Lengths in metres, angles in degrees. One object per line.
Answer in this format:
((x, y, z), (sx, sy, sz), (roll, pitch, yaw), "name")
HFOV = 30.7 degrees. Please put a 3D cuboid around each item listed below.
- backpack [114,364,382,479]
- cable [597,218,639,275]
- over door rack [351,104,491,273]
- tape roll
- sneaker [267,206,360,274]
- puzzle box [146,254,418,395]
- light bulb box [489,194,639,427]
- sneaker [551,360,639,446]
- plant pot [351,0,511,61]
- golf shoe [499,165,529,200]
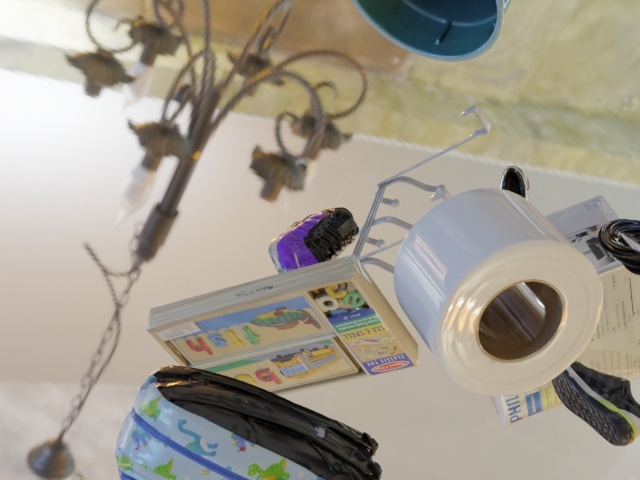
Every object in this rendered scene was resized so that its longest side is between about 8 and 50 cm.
((-0.120, 0.320, 1.705), (0.355, 0.273, 0.290), (37, -170, -12), "backpack")
((0.467, 0.017, 1.619), (0.185, 0.047, 0.150), (20, 169, 32), "cable")
((0.185, -0.059, 2.083), (0.108, 0.324, 0.239), (34, -130, -15), "over door rack")
((0.243, 0.070, 1.615), (0.246, 0.246, 0.169), (13, -159, -24), "tape roll")
((0.000, -0.001, 2.222), (0.102, 0.146, 0.293), (60, -161, -13), "sneaker")
((-0.065, 0.171, 2.053), (0.272, 0.409, 0.052), (53, -149, -41), "puzzle box")
((0.492, 0.153, 2.465), (0.361, 0.358, 0.225), (-20, -141, -3), "light bulb box")
((0.489, 0.268, 2.017), (0.097, 0.084, 0.234), (-23, -137, -17), "sneaker")
((0.262, -0.571, 2.179), (0.341, 0.341, 0.334), (33, -117, 7), "plant pot")
((0.366, -0.050, 2.213), (0.086, 0.068, 0.186), (26, -122, -71), "golf shoe")
